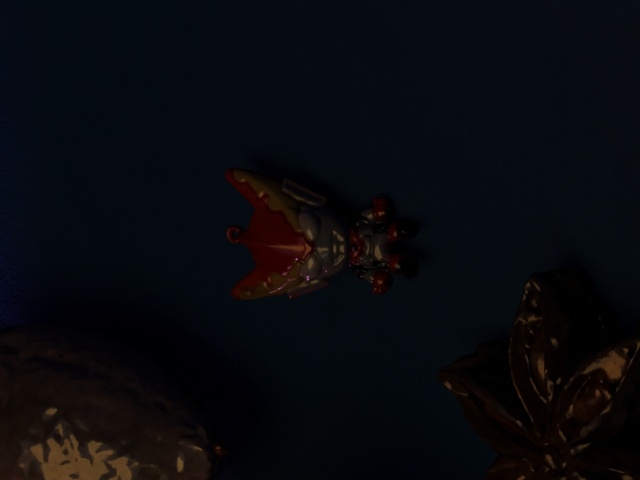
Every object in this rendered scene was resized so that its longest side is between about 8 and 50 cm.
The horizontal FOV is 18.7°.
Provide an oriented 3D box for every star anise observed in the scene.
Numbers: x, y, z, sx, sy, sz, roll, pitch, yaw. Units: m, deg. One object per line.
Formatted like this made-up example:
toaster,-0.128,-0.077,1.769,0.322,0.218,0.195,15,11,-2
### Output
star anise,0.181,0.124,1.422,0.220,0.099,0.214,12,107,54

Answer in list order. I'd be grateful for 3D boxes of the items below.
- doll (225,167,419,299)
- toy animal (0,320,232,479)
doll,0.000,0.000,1.528,0.169,0.057,0.109,3,104,25
toy animal,-0.220,0.186,1.745,0.358,0.188,0.226,7,131,38
